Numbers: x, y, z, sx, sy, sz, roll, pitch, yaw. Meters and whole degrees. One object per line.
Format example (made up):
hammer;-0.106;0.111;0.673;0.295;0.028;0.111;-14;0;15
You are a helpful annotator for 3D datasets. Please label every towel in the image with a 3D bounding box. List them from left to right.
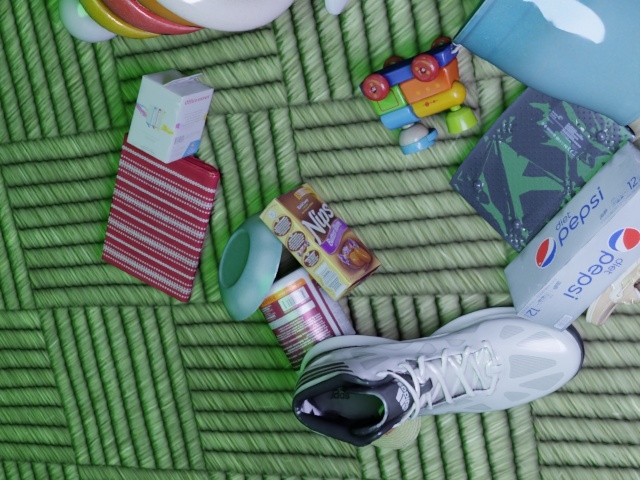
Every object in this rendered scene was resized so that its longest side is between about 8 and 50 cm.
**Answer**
towel;-0.287;-0.044;2.148;0.198;0.031;0.275;26;119;18

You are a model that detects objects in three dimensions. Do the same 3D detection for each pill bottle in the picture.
pill bottle;-0.008;0.156;1.998;0.121;0.121;0.221;-29;91;34

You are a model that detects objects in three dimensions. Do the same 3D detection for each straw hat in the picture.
straw hat;0.092;0.302;2.025;0.144;0.061;0.145;10;110;28

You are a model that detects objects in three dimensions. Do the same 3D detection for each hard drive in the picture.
hard drive;0.324;-0.120;1.755;0.172;0.054;0.255;46;123;10

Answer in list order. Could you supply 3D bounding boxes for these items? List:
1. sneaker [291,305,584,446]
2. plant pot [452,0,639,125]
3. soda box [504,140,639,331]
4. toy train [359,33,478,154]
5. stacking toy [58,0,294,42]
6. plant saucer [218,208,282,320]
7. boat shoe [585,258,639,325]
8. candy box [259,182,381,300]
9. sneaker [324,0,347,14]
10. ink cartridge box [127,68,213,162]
sneaker;0.171;0.225;1.784;0.447;0.257;0.169;-9;102;11
plant pot;0.354;-0.294;1.569;0.255;0.272;0.272;37;122;-1
soda box;0.387;-0.001;1.707;0.091;0.098;0.286;21;127;-24
toy train;0.193;-0.223;1.775;0.248;0.105;0.143;-17;107;33
stacking toy;-0.271;-0.433;1.903;0.480;0.350;0.351;-19;96;53
plant saucer;-0.128;0.035;2.003;0.195;0.037;0.195;-39;41;46
boat shoe;0.445;0.064;1.741;0.059;0.063;0.170;38;120;21
candy box;0.000;0.000;1.949;0.187;0.109;0.053;46;123;8
sneaker;0.054;-0.403;1.818;0.061;0.053;0.152;34;119;13
ink cartridge box;-0.251;-0.220;2.032;0.090;0.092;0.143;28;117;20
